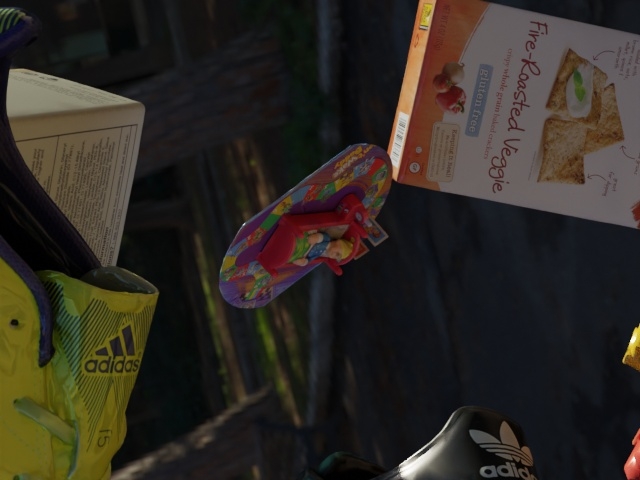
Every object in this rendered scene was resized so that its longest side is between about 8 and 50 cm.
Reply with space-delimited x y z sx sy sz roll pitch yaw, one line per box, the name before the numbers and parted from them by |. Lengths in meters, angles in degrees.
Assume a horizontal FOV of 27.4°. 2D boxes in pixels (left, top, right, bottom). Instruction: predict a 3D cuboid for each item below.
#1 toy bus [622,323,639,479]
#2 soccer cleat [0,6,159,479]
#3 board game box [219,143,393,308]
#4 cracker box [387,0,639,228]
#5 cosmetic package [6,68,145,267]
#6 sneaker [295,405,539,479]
toy bus | 0.213 0.019 0.582 0.149 0.211 0.220 32 161 15
soccer cleat | -0.103 0.065 0.420 0.093 0.121 0.289 -133 29 -80
board game box | 0.000 0.000 1.003 0.033 0.168 0.133 47 165 25
cracker box | 0.183 -0.105 1.076 0.067 0.232 0.156 -125 46 -76
cosmetic package | -0.241 -0.016 0.823 0.309 0.113 0.160 -20 -55 -67
sneaker | 0.012 0.175 0.625 0.302 0.108 0.121 -39 38 47
